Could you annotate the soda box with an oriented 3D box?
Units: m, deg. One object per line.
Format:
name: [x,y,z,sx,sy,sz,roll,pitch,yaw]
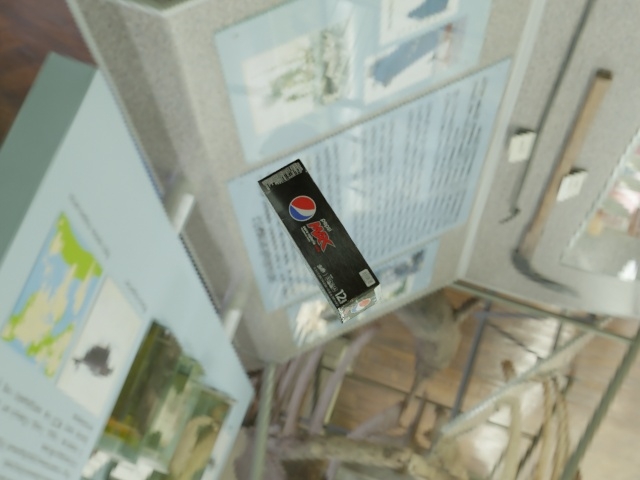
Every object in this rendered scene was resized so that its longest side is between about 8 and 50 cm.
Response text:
soda box: [0.000,0.000,1.102,0.169,0.053,0.060,58,175,20]
